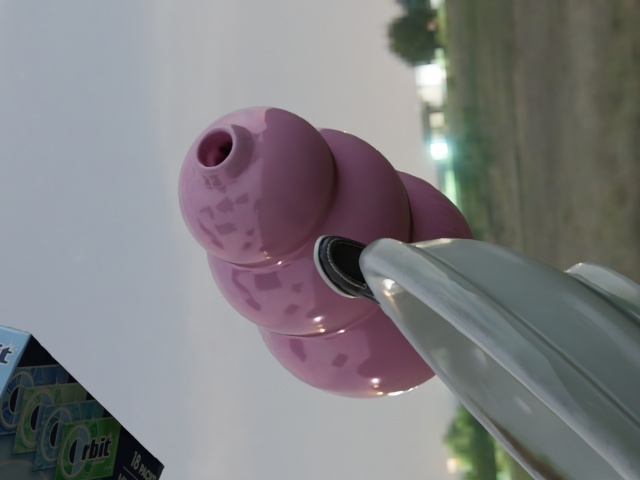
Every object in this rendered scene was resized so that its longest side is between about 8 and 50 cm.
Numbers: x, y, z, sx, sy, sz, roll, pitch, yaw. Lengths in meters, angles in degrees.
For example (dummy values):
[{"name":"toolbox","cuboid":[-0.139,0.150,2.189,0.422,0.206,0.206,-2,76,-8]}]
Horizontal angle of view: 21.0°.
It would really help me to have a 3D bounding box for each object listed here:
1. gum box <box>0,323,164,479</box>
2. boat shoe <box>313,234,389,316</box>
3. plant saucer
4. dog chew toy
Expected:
[{"name":"gum box","cuboid":[-0.141,0.146,0.713,0.184,0.041,0.157,-67,-25,-20]},{"name":"boat shoe","cuboid":[0.047,0.030,1.294,0.125,0.038,0.046,35,-122,-35]},{"name":"plant saucer","cuboid":[0.194,0.119,1.008,0.400,0.100,0.400,44,174,6]},{"name":"dog chew toy","cuboid":[0.000,0.000,1.439,0.332,0.206,0.207,43,-142,-49]}]
